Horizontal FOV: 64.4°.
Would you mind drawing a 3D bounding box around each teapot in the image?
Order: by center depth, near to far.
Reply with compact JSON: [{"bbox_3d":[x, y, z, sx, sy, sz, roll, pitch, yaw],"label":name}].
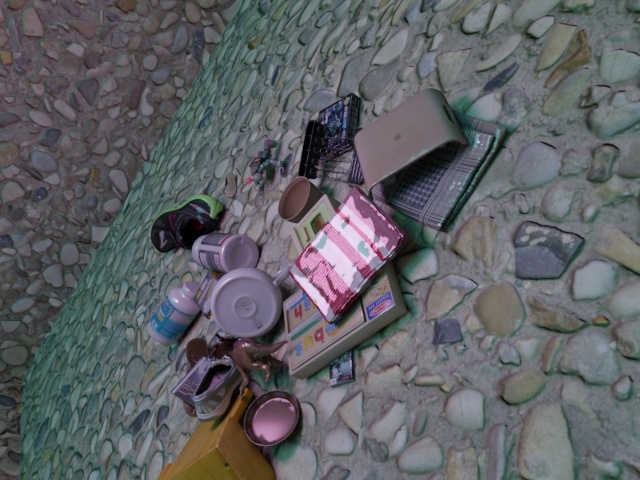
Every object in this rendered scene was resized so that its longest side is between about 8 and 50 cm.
[{"bbox_3d":[-0.238,0.194,1.703,0.187,0.256,0.252,-95,15,-80],"label":"teapot"}]

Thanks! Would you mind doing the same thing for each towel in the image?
[{"bbox_3d":[0.313,-0.212,1.404,0.324,0.056,0.312,-58,36,4],"label":"towel"},{"bbox_3d":[0.065,0.039,1.405,0.329,0.037,0.237,-51,54,14],"label":"towel"}]

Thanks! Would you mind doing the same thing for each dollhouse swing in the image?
[{"bbox_3d":[-0.281,0.689,1.555,0.347,0.305,0.315,-43,82,24],"label":"dollhouse swing"}]

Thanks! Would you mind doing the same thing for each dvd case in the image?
[{"bbox_3d":[0.058,0.336,1.404,0.087,0.013,0.119,-30,46,36],"label":"dvd case"},{"bbox_3d":[-0.383,0.490,1.724,0.221,0.018,0.164,11,46,38],"label":"dvd case"}]

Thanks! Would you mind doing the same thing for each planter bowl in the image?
[{"bbox_3d":[-0.054,-0.124,1.745,0.162,0.109,0.162,-28,49,37],"label":"planter bowl"}]

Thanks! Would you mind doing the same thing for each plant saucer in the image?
[{"bbox_3d":[-0.137,0.514,1.465,0.169,0.029,0.168,-13,44,13],"label":"plant saucer"}]

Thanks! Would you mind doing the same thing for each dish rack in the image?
[{"bbox_3d":[0.051,-0.291,1.696,0.272,0.074,0.208,16,99,45],"label":"dish rack"}]

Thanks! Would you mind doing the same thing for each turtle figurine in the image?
[{"bbox_3d":[-0.230,-0.296,2.068,0.175,0.118,0.234,-30,42,36],"label":"turtle figurine"}]

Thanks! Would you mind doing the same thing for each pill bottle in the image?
[{"bbox_3d":[-0.379,0.050,1.985,0.283,0.161,0.161,5,72,52],"label":"pill bottle"},{"bbox_3d":[-0.591,0.294,2.100,0.264,0.146,0.146,-52,38,14],"label":"pill bottle"}]

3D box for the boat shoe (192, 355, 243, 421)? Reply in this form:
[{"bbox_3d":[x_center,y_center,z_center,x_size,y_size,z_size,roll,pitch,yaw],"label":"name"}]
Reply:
[{"bbox_3d":[-0.327,0.437,1.639,0.118,0.103,0.320,-10,23,15],"label":"boat shoe"}]

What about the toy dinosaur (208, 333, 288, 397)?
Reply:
[{"bbox_3d":[-0.231,0.341,1.542,0.296,0.200,0.127,-39,-1,44],"label":"toy dinosaur"}]

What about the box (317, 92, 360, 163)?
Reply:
[{"bbox_3d":[0.058,-0.404,1.833,0.175,0.051,0.220,-19,54,43],"label":"box"}]

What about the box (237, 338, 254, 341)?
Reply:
[{"bbox_3d":[-0.261,0.303,1.796,0.094,0.027,0.137,-13,58,44],"label":"box"}]

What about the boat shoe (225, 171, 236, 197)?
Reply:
[{"bbox_3d":[-0.408,-0.245,2.306,0.042,0.049,0.133,120,148,-55],"label":"boat shoe"}]

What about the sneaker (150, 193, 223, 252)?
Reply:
[{"bbox_3d":[-0.645,-0.048,2.350,0.483,0.185,0.202,-29,44,39],"label":"sneaker"}]

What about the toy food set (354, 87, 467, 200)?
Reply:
[{"bbox_3d":[0.240,-0.268,1.432,0.306,0.092,0.219,-30,49,25],"label":"toy food set"}]

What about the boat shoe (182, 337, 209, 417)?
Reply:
[{"bbox_3d":[-0.443,0.505,1.843,0.098,0.109,0.302,94,167,-47],"label":"boat shoe"}]

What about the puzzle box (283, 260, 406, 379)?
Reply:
[{"bbox_3d":[0.049,0.190,1.459,0.409,0.052,0.272,-40,39,27],"label":"puzzle box"}]

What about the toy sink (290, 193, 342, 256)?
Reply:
[{"bbox_3d":[0.000,0.000,1.583,0.234,0.131,0.152,-47,39,21],"label":"toy sink"}]

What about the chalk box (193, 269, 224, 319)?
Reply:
[{"bbox_3d":[-0.378,0.207,1.913,0.132,0.132,0.213,-60,36,6],"label":"chalk box"}]
